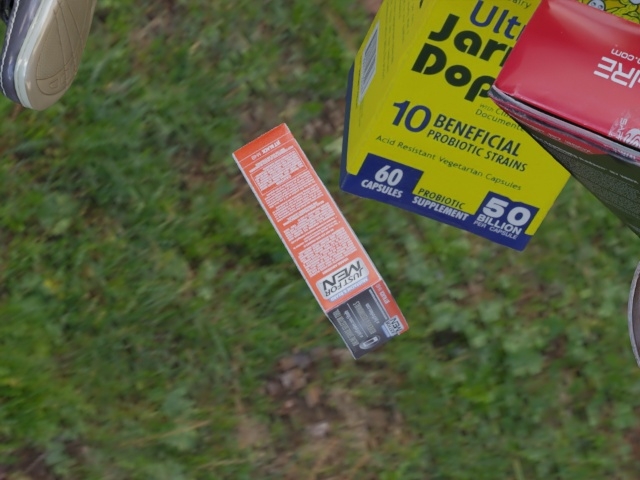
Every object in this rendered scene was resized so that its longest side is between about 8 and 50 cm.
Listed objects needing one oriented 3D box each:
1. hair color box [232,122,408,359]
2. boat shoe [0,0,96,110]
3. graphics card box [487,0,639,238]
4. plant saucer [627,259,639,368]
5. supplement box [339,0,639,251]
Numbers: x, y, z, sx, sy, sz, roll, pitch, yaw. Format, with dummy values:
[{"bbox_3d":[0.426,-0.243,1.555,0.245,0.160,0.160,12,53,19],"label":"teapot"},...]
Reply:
[{"bbox_3d":[0.000,0.000,1.317,0.053,0.093,0.167,-30,59,1],"label":"hair color box"},{"bbox_3d":[-0.269,-0.236,1.624,0.092,0.103,0.285,5,52,7],"label":"boat shoe"},{"bbox_3d":[0.296,-0.036,1.206,0.094,0.232,0.371,-61,146,-3],"label":"graphics card box"},{"bbox_3d":[0.448,0.068,1.599,0.310,0.310,0.050,48,29,-10],"label":"plant saucer"},{"bbox_3d":[0.172,-0.198,1.541,0.194,0.357,0.195,18,39,-11],"label":"supplement box"}]
